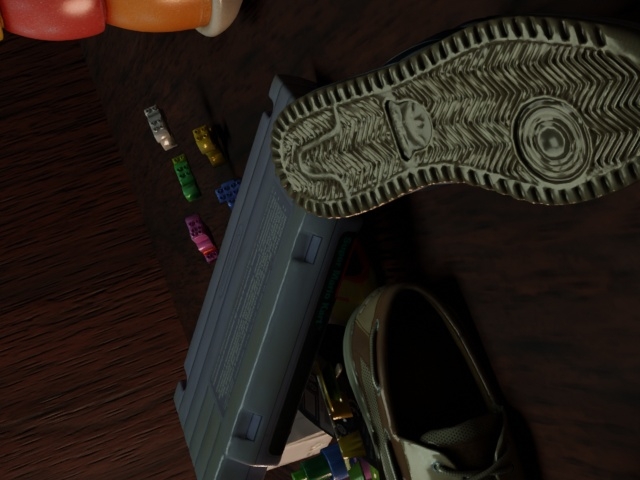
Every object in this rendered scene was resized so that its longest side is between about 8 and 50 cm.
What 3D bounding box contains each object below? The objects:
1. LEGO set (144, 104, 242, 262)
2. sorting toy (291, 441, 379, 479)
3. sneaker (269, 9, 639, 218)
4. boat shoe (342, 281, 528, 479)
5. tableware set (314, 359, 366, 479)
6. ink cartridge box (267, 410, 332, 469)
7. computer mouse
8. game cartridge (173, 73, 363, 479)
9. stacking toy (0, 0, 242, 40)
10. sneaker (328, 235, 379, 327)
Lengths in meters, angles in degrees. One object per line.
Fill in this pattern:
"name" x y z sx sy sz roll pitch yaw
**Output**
"LEGO set" -0.159 -0.097 2.017 0.093 0.087 0.227 56 -170 -74
"sorting toy" 0.052 0.298 1.637 0.365 0.126 0.127 -142 33 -67
"sneaker" 0.115 -0.081 0.851 0.282 0.153 0.099 -7 102 47
"boat shoe" 0.105 0.181 1.231 0.116 0.123 0.324 110 137 -69
"tableware set" 0.022 0.158 1.311 0.154 0.024 0.104 -115 7 -75
"ink cartridge box" -0.068 0.186 2.066 0.160 0.092 0.219 105 143 -71
"computer mouse" 0.065 0.165 1.432 0.272 0.072 0.188 38 150 25
"game cartridge" -0.047 0.046 1.396 0.230 0.068 0.355 -127 52 -62
"stacking toy" -0.343 -0.315 1.538 0.350 0.480 0.351 160 90 -78
"sneaker" 0.000 0.000 1.511 0.208 0.081 0.094 47 157 34
